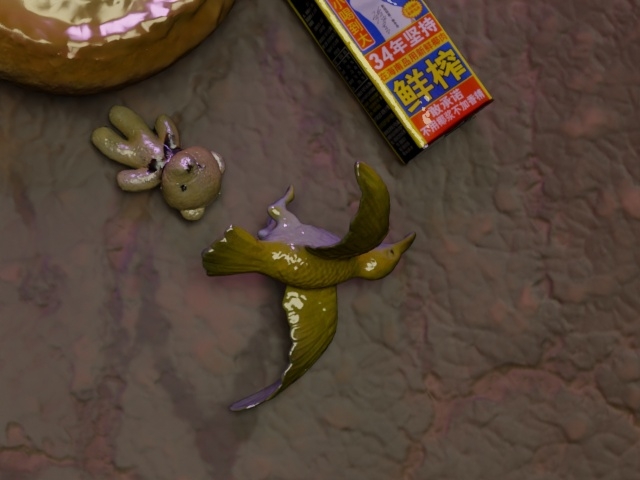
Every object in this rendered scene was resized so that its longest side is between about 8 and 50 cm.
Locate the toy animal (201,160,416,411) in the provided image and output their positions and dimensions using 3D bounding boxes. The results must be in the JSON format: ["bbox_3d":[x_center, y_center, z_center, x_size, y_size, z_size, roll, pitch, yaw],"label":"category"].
[{"bbox_3d":[0.000,0.000,1.324,0.095,0.219,0.155,38,40,15],"label":"toy animal"}]

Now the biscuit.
[{"bbox_3d":[-0.172,-0.247,1.308,0.296,0.102,0.296,0,89,-18],"label":"biscuit"}]

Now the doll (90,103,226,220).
[{"bbox_3d":[-0.114,-0.055,1.345,0.093,0.051,0.061,28,78,26],"label":"doll"}]

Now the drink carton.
[{"bbox_3d":[0.044,-0.143,1.367,0.071,0.056,0.166,-34,88,-20],"label":"drink carton"}]
